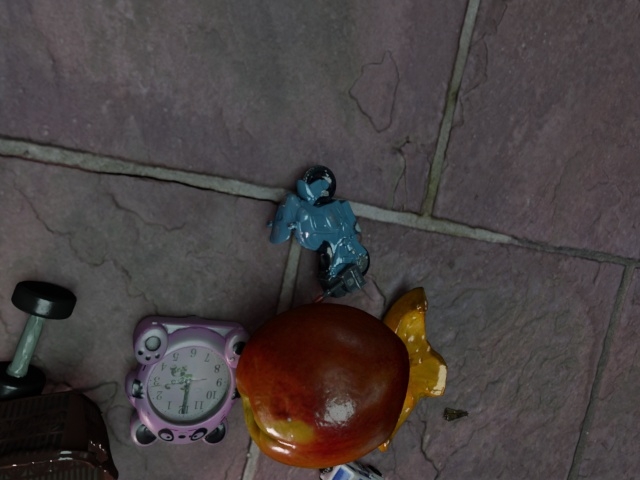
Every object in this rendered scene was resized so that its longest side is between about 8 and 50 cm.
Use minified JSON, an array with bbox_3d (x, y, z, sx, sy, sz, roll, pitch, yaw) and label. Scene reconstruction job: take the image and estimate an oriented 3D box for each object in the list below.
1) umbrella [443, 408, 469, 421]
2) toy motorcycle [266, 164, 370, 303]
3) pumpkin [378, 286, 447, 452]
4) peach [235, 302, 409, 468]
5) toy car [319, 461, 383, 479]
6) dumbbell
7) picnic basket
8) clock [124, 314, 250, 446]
[{"bbox_3d":[0.335,0.433,1.329,0.083,0.020,0.032,2,59,-22],"label":"umbrella"},{"bbox_3d":[0.000,0.000,1.067,0.182,0.123,0.272,-34,110,-23],"label":"toy motorcycle"},{"bbox_3d":[0.173,0.284,1.194,0.290,0.095,0.258,-38,105,-7],"label":"pumpkin"},{"bbox_3d":[0.014,0.254,0.972,0.332,0.307,0.308,-8,103,-29],"label":"peach"},{"bbox_3d":[0.068,0.540,1.215,0.170,0.070,0.080,37,86,-23],"label":"toy car"},{"bbox_3d":[-0.498,0.171,0.912,0.100,0.100,0.191,21,90,-23],"label":"dumbbell"},{"bbox_3d":[-0.496,0.341,0.871,0.296,0.129,0.223,-9,145,-7],"label":"picnic basket"},{"bbox_3d":[-0.257,0.273,1.032,0.227,0.090,0.248,8,98,-22],"label":"clock"}]
